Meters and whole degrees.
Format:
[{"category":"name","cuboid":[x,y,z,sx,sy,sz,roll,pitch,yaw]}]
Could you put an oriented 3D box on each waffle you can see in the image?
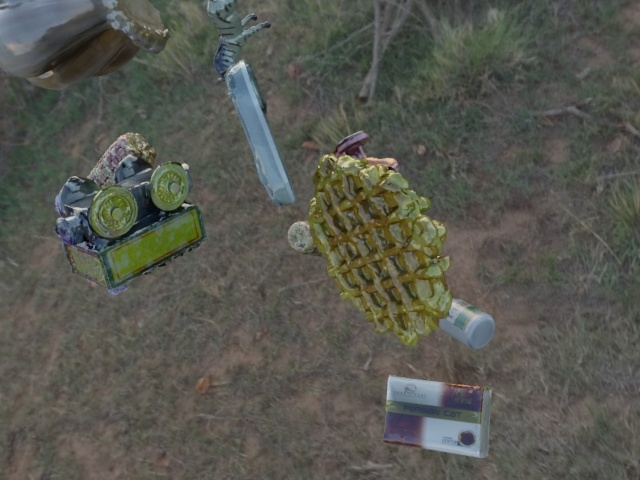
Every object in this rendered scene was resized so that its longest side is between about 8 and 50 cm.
[{"category":"waffle","cuboid":[0.090,0.011,0.977,0.068,0.302,0.325,-27,45,-33]}]

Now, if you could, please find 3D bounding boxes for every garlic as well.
[{"category":"garlic","cuboid":[-0.379,-0.329,0.867,0.292,0.237,0.210,-7,96,12]}]

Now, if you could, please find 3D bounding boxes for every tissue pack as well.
[{"category":"tissue pack","cuboid":[0.182,0.271,0.942,0.148,0.099,0.106,0,73,24]}]

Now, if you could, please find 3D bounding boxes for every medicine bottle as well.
[{"category":"medicine bottle","cuboid":[0.297,0.169,1.291,0.080,0.080,0.130,-53,39,-5]}]

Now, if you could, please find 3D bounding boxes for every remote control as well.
[{"category":"remote control","cuboid":[-0.096,-0.172,1.000,0.052,0.247,0.104,-19,18,1]}]

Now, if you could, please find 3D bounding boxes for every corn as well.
[{"category":"corn","cuboid":[0.000,0.000,1.566,0.086,0.253,0.086,-3,84,27]},{"category":"corn","cuboid":[-0.458,-0.110,1.308,0.290,0.098,0.098,-45,50,26]}]

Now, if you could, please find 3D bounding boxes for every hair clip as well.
[{"category":"hair clip","cuboid":[0.066,-0.138,1.153,0.123,0.138,0.102,-23,88,-22]}]

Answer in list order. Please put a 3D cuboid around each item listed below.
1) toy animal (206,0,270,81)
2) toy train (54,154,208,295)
[{"category":"toy animal","cuboid":[-0.210,-0.492,1.403,0.073,0.217,0.176,27,66,41]},{"category":"toy train","cuboid":[-0.321,-0.039,1.036,0.134,0.177,0.261,16,36,37]}]
